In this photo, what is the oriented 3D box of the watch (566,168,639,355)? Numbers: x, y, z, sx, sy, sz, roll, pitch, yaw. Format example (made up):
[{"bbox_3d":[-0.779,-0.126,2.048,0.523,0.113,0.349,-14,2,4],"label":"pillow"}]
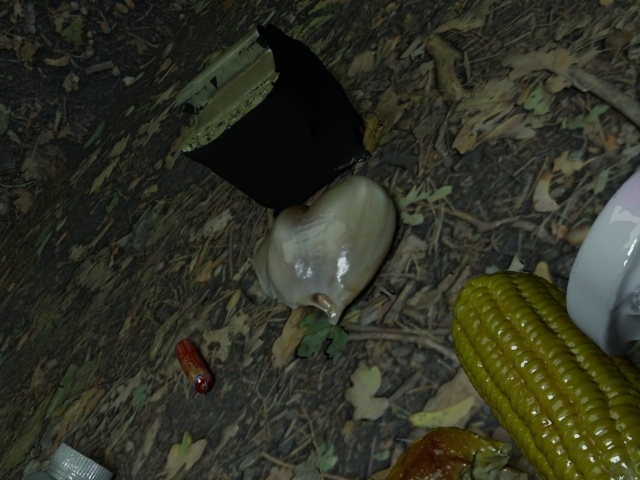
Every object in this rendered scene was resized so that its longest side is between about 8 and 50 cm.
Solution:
[{"bbox_3d":[0.319,0.045,0.574,0.231,0.244,0.196,34,85,39],"label":"watch"}]

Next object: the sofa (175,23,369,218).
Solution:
[{"bbox_3d":[-0.077,-0.188,1.314,0.200,0.258,0.182,-36,44,22],"label":"sofa"}]

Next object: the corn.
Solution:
[{"bbox_3d":[0.205,0.137,0.676,0.120,0.120,0.363,-42,31,10],"label":"corn"}]

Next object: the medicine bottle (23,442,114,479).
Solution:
[{"bbox_3d":[-0.375,0.384,1.174,0.132,0.088,0.188,3,56,54],"label":"medicine bottle"}]

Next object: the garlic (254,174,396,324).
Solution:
[{"bbox_3d":[0.000,0.000,1.130,0.217,0.110,0.228,-38,30,10],"label":"garlic"}]

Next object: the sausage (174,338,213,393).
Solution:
[{"bbox_3d":[-0.181,0.183,1.218,0.034,0.034,0.129,-47,29,0],"label":"sausage"}]

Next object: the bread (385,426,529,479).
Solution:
[{"bbox_3d":[0.057,0.324,0.655,0.380,0.109,0.185,-54,29,-15],"label":"bread"}]
